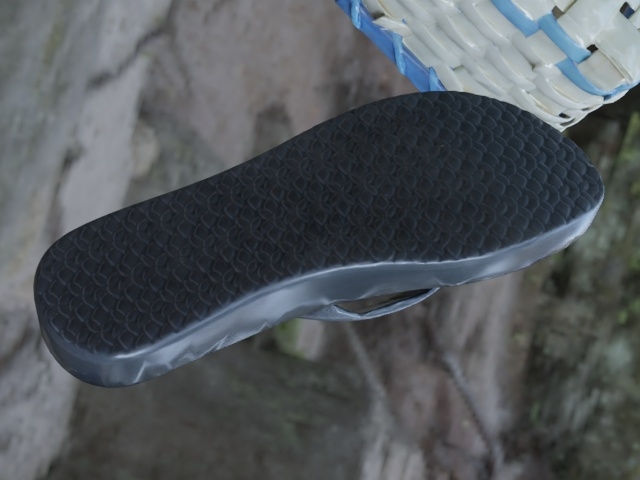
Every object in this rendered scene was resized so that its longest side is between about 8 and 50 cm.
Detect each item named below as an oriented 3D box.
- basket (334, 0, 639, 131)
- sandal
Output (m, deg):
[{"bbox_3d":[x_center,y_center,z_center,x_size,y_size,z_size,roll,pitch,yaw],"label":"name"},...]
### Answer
[{"bbox_3d":[0.107,-0.181,1.083,0.201,0.255,0.289,-53,-160,-20],"label":"basket"},{"bbox_3d":[-0.001,0.000,0.741,0.054,0.254,0.097,91,-19,-54],"label":"sandal"}]
